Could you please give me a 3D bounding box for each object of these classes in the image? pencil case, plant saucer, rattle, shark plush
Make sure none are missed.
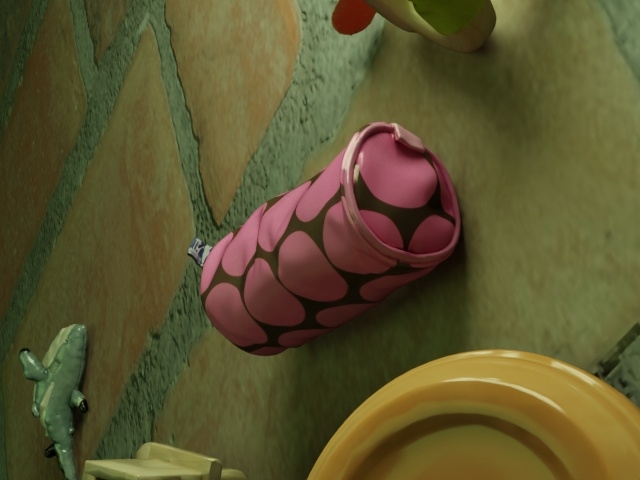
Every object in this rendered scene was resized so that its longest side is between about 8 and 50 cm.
[{"bbox_3d":[0.000,0.000,0.714,0.209,0.095,0.098,-30,37,54],"label":"pencil case"},{"bbox_3d":[0.063,0.139,0.507,0.200,0.037,0.200,-15,59,27],"label":"plant saucer"},{"bbox_3d":[0.059,-0.186,0.668,0.199,0.130,0.143,-97,28,-85],"label":"rattle"},{"bbox_3d":[-0.271,0.170,1.224,0.067,0.073,0.161,-10,67,30],"label":"shark plush"}]

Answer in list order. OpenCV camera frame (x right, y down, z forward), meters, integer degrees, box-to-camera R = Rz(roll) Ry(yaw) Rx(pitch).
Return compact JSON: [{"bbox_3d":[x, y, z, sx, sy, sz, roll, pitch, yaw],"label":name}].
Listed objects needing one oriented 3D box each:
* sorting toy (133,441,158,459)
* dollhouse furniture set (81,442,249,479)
[{"bbox_3d":[-0.111,0.272,0.838,0.193,0.038,0.208,-133,41,-75],"label":"sorting toy"},{"bbox_3d":[0.032,0.289,0.619,0.355,0.174,0.303,5,86,37],"label":"dollhouse furniture set"}]
